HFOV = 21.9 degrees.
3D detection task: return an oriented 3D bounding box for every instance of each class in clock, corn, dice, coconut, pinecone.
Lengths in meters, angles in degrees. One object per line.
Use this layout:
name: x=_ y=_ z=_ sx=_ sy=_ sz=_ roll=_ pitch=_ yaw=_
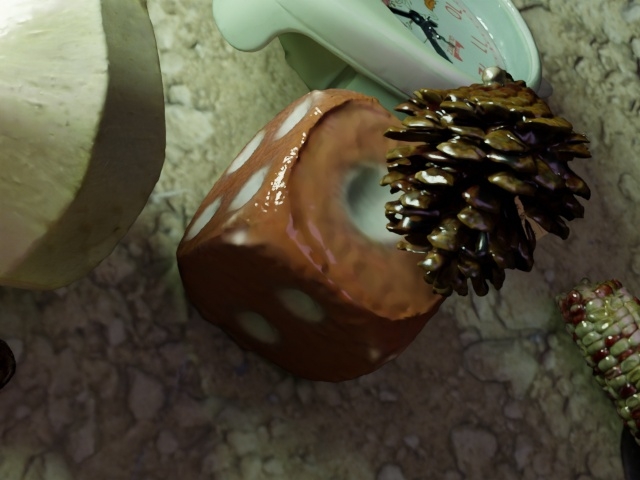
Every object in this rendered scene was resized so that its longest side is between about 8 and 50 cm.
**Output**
clock: x=0.069 y=-0.180 z=1.422 sx=0.324 sy=0.108 sz=0.265 roll=36 pitch=31 yaw=-15
corn: x=0.319 y=0.149 z=1.507 sx=0.092 sy=0.092 sz=0.280 roll=-33 pitch=88 yaw=-35
dice: x=0.000 y=0.000 z=1.322 sx=0.175 sy=0.179 sz=0.174 roll=41 pitch=56 yaw=-17
coconut: x=-0.225 y=-0.094 z=1.167 sx=0.259 sy=0.259 sz=0.259 roll=11 pitch=67 yaw=-27
pinecone: x=0.116 y=-0.041 z=1.212 sx=0.174 sy=0.173 sz=0.173 roll=11 pitch=67 yaw=-27

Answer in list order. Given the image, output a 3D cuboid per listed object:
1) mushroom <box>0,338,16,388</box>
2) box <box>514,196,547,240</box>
mushroom: x=-0.293 y=0.124 z=1.148 sx=0.227 sy=0.148 sz=0.217 roll=48 pitch=37 yaw=-18
box: x=0.165 y=-0.031 z=1.527 sx=0.058 sy=0.015 sz=0.093 roll=-33 pitch=91 yaw=-33
